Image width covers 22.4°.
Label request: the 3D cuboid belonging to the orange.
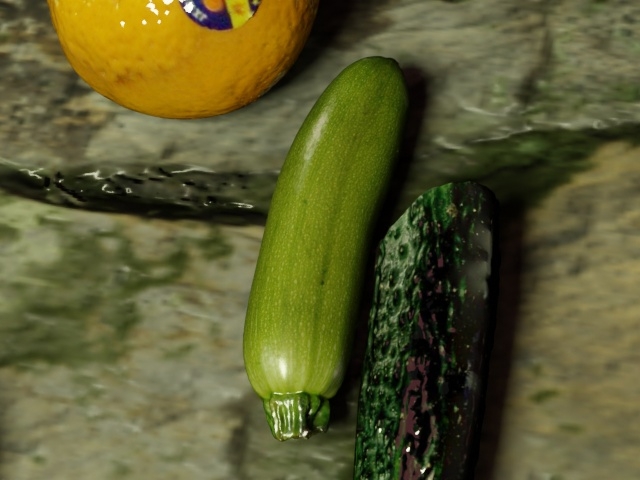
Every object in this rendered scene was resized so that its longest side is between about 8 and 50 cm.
[{"bbox_3d":[-0.083,-0.161,0.996,0.178,0.155,0.177,3,98,24],"label":"orange"}]

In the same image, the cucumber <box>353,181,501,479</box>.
[{"bbox_3d":[0.058,0.081,0.885,0.074,0.074,0.241,2,62,13],"label":"cucumber"}]

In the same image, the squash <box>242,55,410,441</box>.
[{"bbox_3d":[0.000,0.000,0.947,0.069,0.069,0.258,7,62,16],"label":"squash"}]
